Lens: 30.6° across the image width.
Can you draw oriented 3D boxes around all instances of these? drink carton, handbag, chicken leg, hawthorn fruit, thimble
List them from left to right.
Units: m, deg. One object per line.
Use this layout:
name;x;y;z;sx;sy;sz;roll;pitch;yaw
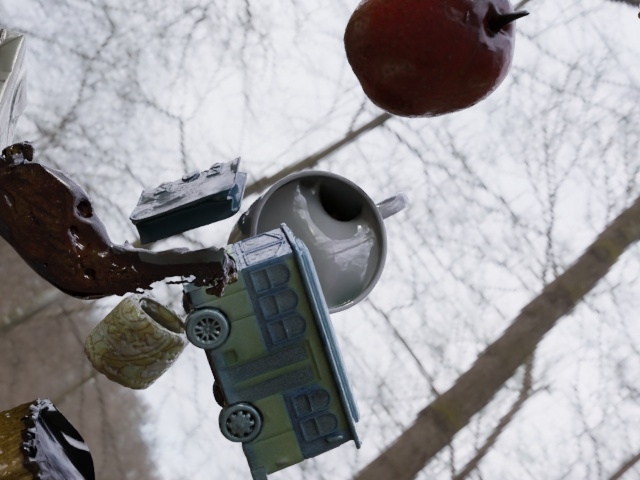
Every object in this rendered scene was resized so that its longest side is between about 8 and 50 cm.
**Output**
drink carton;-0.587;-0.178;1.951;0.132;0.325;0.194;13;-33;-6
chicken leg;-0.191;0.001;1.005;0.253;0.106;0.051;24;14;13
thimble;-0.333;0.193;2.194;0.190;0.143;0.137;32;15;-47
handbag;-0.263;-0.087;2.354;0.179;0.229;0.062;-85;154;-58
hawthorn fruit;0.225;-0.365;2.110;0.369;0.285;0.285;-3;-60;46

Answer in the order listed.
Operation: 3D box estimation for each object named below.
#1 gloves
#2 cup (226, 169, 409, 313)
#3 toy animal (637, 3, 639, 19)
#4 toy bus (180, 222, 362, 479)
gloves;-0.381;0.267;1.071;0.203;0.356;0.155;-112;-174;-63
cup;0.000;0.000;2.221;0.259;0.356;0.274;63;-21;-1
toy animal;0.501;-0.370;1.717;0.159;0.083;0.070;-81;166;-46
toy bus;-0.071;0.155;1.609;0.152;0.190;0.312;-125;-163;-73
